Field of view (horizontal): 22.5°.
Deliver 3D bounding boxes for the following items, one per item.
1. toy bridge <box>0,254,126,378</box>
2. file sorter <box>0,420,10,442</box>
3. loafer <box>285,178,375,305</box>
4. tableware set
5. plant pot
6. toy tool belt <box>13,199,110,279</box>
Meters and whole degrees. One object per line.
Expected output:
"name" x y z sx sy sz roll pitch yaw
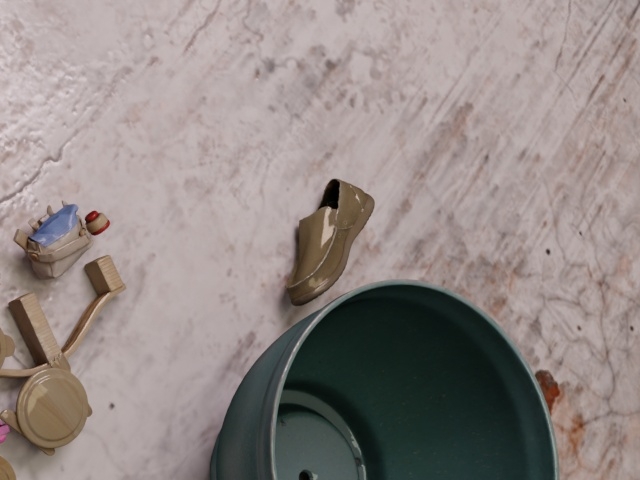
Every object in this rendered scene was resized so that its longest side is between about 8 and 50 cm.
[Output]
"toy bridge" -0.232 0.074 1.314 0.188 0.026 0.063 -28 97 -38
"file sorter" -0.352 0.037 1.106 0.202 0.182 0.291 -20 89 -18
"loafer" 0.000 0.000 1.487 0.050 0.056 0.148 44 46 -17
"tableware set" -0.263 0.141 1.255 0.141 0.020 0.169 49 62 -26
"plant pot" 0.028 0.194 1.360 0.293 0.196 0.293 10 72 -34
"toy tool belt" -0.215 -0.009 1.335 0.083 0.052 0.051 -49 115 -35
